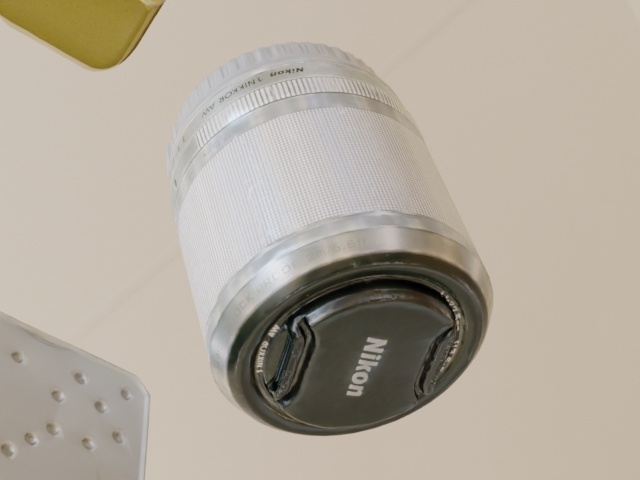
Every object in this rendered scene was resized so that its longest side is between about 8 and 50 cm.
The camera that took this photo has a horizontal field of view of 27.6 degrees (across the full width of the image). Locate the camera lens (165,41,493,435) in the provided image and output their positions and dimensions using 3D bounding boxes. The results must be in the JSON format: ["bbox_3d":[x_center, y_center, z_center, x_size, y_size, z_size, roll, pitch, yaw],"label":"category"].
[{"bbox_3d":[0.000,0.000,1.041,0.219,0.219,0.274,20,-146,-34],"label":"camera lens"}]

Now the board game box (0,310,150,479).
[{"bbox_3d":[-0.290,0.179,0.811,0.390,0.050,0.390,29,-142,-28],"label":"board game box"}]

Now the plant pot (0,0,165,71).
[{"bbox_3d":[-0.098,-0.121,0.561,0.081,0.083,0.081,29,-125,-6],"label":"plant pot"}]
